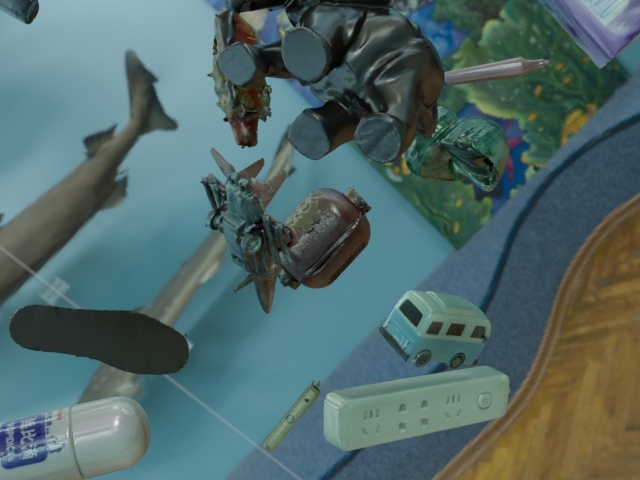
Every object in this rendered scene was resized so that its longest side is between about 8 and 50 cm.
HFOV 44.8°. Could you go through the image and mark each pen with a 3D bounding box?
[{"bbox_3d":[0.338,-0.324,1.486,0.197,0.032,0.053,-7,-2,17],"label":"pen"}]

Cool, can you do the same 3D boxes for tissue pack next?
[{"bbox_3d":[0.436,-0.482,1.245,0.242,0.338,0.160,-41,-5,12],"label":"tissue pack"}]

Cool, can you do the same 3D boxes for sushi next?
[{"bbox_3d":[-0.126,-0.257,1.238,0.097,0.103,0.226,-7,87,51],"label":"sushi"}]

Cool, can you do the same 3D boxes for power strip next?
[{"bbox_3d":[-0.052,0.350,1.561,0.169,0.028,0.076,-51,-5,-2],"label":"power strip"},{"bbox_3d":[0.184,0.286,1.351,0.062,0.385,0.091,14,105,60],"label":"power strip"}]

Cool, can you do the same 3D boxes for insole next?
[{"bbox_3d":[-0.386,0.173,1.386,0.007,0.328,0.111,-26,55,54],"label":"insole"}]

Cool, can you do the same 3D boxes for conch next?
[{"bbox_3d":[0.236,-0.173,1.389,0.196,0.202,0.134,85,-152,-67],"label":"conch"}]

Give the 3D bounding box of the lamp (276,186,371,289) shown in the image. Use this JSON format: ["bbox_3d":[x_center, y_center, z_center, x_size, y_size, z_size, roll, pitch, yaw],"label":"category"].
[{"bbox_3d":[0.000,0.000,1.652,0.258,0.180,0.180,-47,17,1],"label":"lamp"}]

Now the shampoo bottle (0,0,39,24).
[{"bbox_3d":[-0.634,-0.480,1.425,0.049,0.234,0.087,-63,8,-16],"label":"shampoo bottle"}]

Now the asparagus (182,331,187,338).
[{"bbox_3d":[-0.315,0.227,1.786,0.013,0.016,0.166,-54,5,-3],"label":"asparagus"}]

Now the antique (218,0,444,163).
[{"bbox_3d":[0.033,-0.253,1.081,0.255,0.322,0.185,-46,0,-41],"label":"antique"}]

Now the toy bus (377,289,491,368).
[{"bbox_3d":[0.298,0.214,1.914,0.133,0.271,0.165,48,118,44],"label":"toy bus"}]

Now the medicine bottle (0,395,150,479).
[{"bbox_3d":[-0.461,0.355,1.318,0.341,0.130,0.130,-11,14,-10],"label":"medicine bottle"}]

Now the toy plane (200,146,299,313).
[{"bbox_3d":[-0.111,0.010,1.257,0.104,0.326,0.223,-29,47,-34],"label":"toy plane"}]
